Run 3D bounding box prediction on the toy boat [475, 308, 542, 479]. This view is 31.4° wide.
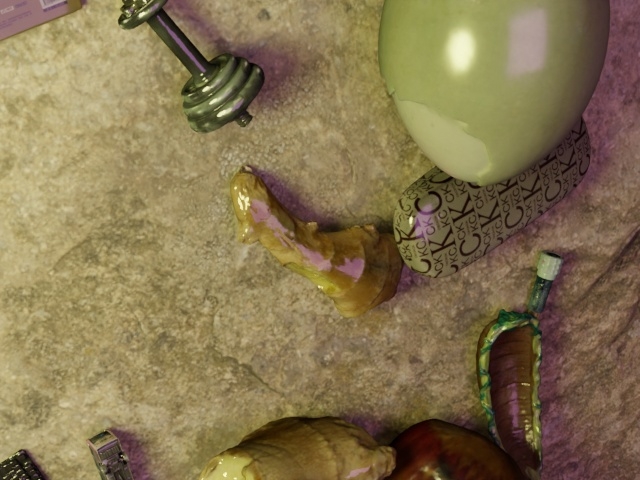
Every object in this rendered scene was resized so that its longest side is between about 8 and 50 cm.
[{"bbox_3d":[0.291,0.242,1.725,0.108,0.099,0.293,-15,106,-23],"label":"toy boat"}]

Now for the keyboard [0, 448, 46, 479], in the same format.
[{"bbox_3d":[-0.355,0.351,1.456,0.060,0.018,0.195,-33,119,-12],"label":"keyboard"}]

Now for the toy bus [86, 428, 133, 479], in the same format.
[{"bbox_3d":[-0.264,0.303,1.468,0.037,0.052,0.131,-27,120,-23],"label":"toy bus"}]

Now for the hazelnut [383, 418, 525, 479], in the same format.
[{"bbox_3d":[0.184,0.374,1.653,0.229,0.229,0.230,-10,111,-26],"label":"hazelnut"}]

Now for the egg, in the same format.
[{"bbox_3d":[0.208,-0.235,1.404,0.278,0.278,0.336,5,103,-30],"label":"egg"}]

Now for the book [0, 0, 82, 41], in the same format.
[{"bbox_3d":[-0.353,-0.318,1.224,0.138,0.016,0.199,-26,118,-18],"label":"book"}]

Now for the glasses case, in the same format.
[{"bbox_3d":[0.243,-0.076,1.573,0.354,0.085,0.137,-34,119,-27],"label":"glasses case"}]

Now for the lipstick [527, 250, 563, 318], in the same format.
[{"bbox_3d":[0.334,0.074,1.725,0.037,0.037,0.116,6,108,-30],"label":"lipstick"}]

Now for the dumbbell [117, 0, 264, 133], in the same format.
[{"bbox_3d":[-0.165,-0.228,1.314,0.110,0.110,0.254,-45,115,-8],"label":"dumbbell"}]

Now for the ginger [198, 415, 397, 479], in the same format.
[{"bbox_3d":[-0.025,0.320,1.518,0.275,0.221,0.130,-9,102,-17],"label":"ginger"}]

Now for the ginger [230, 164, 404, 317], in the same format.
[{"bbox_3d":[0.000,0.000,1.491,0.294,0.086,0.131,36,92,-29],"label":"ginger"}]
